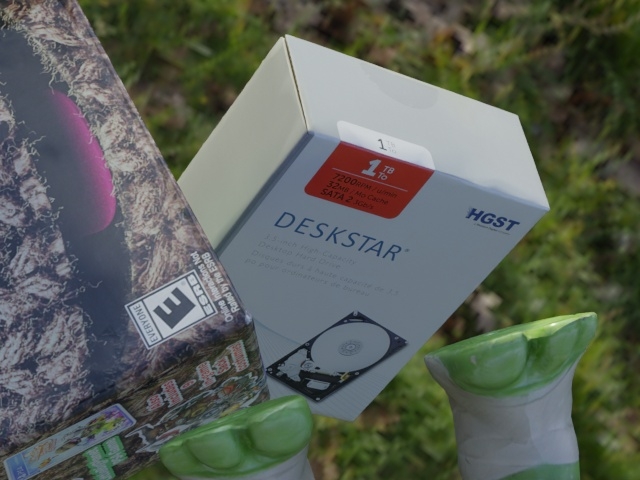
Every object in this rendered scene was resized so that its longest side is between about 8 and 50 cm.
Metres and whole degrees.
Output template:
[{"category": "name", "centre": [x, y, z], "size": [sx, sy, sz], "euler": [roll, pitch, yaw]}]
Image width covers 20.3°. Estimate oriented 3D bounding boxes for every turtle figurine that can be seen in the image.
[{"category": "turtle figurine", "centre": [0.051, 0.167, 0.508], "size": [0.274, 0.197, 0.266], "euler": [-14, 85, -58]}]

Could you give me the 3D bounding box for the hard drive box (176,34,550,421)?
[{"category": "hard drive box", "centre": [0.000, 0.000, 1.138], "size": [0.181, 0.232, 0.089], "euler": [15, 41, -29]}]

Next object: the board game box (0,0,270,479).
[{"category": "board game box", "centre": [-0.206, 0.030, 0.856], "size": [0.291, 0.141, 0.232], "euler": [-28, 72, -8]}]
